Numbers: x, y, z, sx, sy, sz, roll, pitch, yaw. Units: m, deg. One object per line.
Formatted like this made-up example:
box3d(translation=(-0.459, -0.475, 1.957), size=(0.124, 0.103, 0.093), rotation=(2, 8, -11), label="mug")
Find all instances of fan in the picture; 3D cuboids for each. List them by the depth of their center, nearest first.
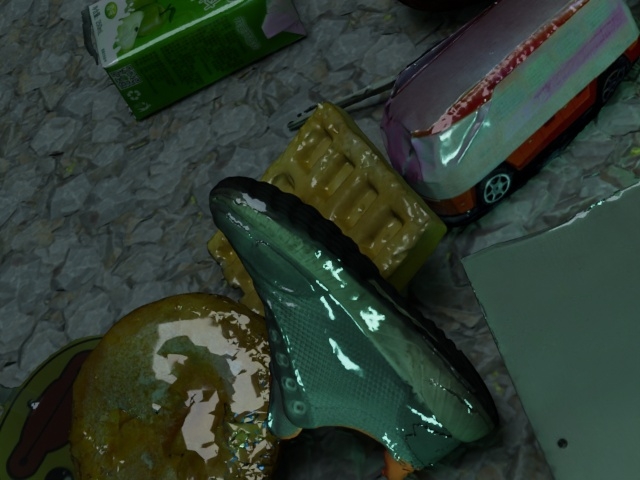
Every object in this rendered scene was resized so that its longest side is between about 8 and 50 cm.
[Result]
box3d(translation=(-0.298, 0.191, 1.310), size=(0.335, 0.011, 0.230), rotation=(15, 63, 33), label="fan")

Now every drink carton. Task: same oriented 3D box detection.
box3d(translation=(-0.170, -0.289, 1.558), size=(0.271, 0.108, 0.161), rotation=(-26, 47, 6), label="drink carton")

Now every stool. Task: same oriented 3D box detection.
box3d(translation=(0.254, 0.143, 0.909), size=(0.170, 0.244, 0.270), rotation=(-24, 48, 7), label="stool")

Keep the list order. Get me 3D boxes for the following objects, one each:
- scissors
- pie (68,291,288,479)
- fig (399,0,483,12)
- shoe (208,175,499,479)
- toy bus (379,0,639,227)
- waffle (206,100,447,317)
box3d(translation=(0.087, -0.189, 1.380), size=(0.300, 0.109, 0.022), rotation=(-20, 81, 24), label="scissors")
box3d(translation=(-0.141, 0.181, 1.163), size=(0.273, 0.069, 0.274), rotation=(-5, 78, 23), label="pie")
box3d(translation=(0.207, -0.358, 1.403), size=(0.274, 0.170, 0.146), rotation=(-4, 68, 4), label="fig")
box3d(translation=(-0.004, 0.096, 1.074), size=(0.171, 0.336, 0.132), rotation=(-45, 8, 11), label="shoe")
box3d(translation=(0.198, -0.159, 1.250), size=(0.302, 0.147, 0.127), rotation=(-40, 42, -9), label="toy bus")
box3d(translation=(0.000, 0.000, 1.231), size=(0.221, 0.055, 0.248), rotation=(-49, 44, 14), label="waffle")
